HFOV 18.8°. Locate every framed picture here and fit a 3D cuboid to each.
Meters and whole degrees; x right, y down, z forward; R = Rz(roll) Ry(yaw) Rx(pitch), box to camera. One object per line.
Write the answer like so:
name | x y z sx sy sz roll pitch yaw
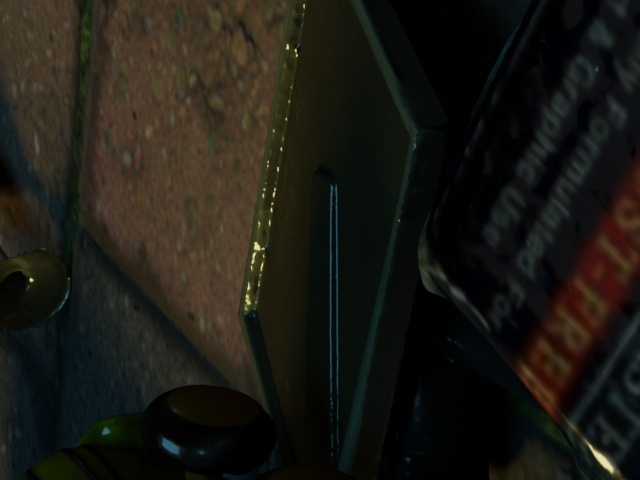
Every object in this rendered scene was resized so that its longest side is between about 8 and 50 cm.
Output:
framed picture | 0.000 0.000 0.840 0.189 0.023 0.260 -111 23 -48

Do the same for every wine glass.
wine glass | -0.228 -0.020 1.263 0.198 0.066 0.066 49 137 46

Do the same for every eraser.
eraser | 0.147 -0.059 0.544 0.155 0.101 0.332 49 136 28

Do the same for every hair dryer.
hair dryer | 0.090 0.032 0.747 0.195 0.050 0.173 10 107 55

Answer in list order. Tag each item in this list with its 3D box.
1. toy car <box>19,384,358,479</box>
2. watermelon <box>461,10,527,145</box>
toy car | -0.070 0.177 0.797 0.248 0.142 0.200 28 119 51
watermelon | 0.096 -0.064 0.708 0.101 0.080 0.155 -79 -2 -58
